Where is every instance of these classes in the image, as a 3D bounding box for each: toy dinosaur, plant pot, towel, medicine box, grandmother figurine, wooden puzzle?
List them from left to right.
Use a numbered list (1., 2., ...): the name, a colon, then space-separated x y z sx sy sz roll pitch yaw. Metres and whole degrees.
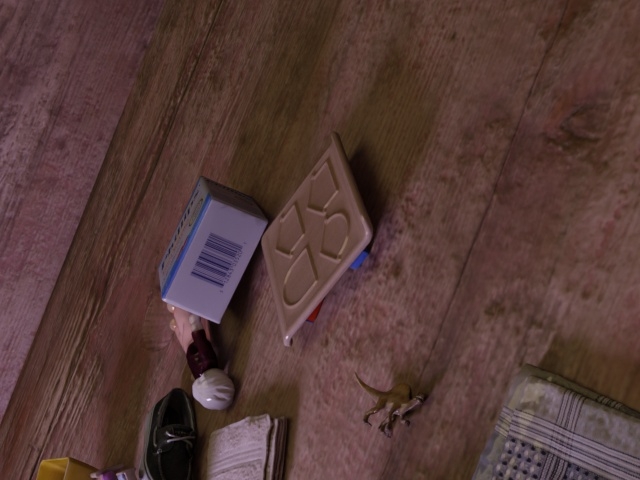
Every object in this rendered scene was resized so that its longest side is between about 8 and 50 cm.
1. plant pot: -0.607 0.672 2.436 0.212 0.187 0.212 -21 54 53
2. grandmother figurine: -0.275 0.258 2.238 0.342 0.104 0.208 -123 17 -50
3. medicine box: -0.259 0.014 2.277 0.264 0.149 0.289 -64 17 7
4. towel: -0.162 0.461 1.970 0.282 0.049 0.187 -31 45 48
5. wooden puzzle: 0.000 0.000 1.984 0.348 0.080 0.322 -56 30 30
6. toy dinosaur: 0.114 0.279 1.640 0.183 0.053 0.093 4 59 52
7. towel: 0.302 0.341 1.257 0.324 0.056 0.312 19 88 62

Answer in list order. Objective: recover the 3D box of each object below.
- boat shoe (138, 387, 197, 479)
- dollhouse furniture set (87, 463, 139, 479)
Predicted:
1. boat shoe: -0.340 0.460 2.194 0.119 0.121 0.335 -60 28 23
2. dollhouse furniture set: -0.425 0.626 2.022 0.303 0.198 0.287 -28 81 57
